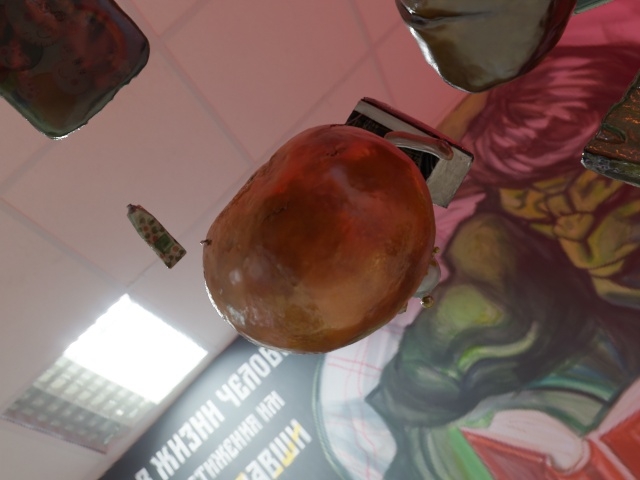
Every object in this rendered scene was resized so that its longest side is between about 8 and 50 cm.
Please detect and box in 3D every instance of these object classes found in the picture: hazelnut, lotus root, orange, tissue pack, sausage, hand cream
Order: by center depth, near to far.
[{"bbox_3d":[0.149,-0.252,0.593,0.181,0.181,0.212,-11,-43,7],"label":"hazelnut"},{"bbox_3d":[0.000,0.000,0.765,0.284,0.284,0.226,-45,-77,-8],"label":"orange"},{"bbox_3d":[0.460,-0.169,0.870,0.235,0.119,0.138,-57,-30,6],"label":"lotus root"},{"bbox_3d":[-0.361,-0.015,1.429,0.057,0.037,0.165,-48,-69,-25],"label":"hand cream"},{"bbox_3d":[0.228,-0.224,1.529,0.043,0.186,0.043,-25,-55,-42],"label":"sausage"},{"bbox_3d":[0.247,-0.273,1.983,0.210,0.370,0.198,9,-67,-52],"label":"tissue pack"}]

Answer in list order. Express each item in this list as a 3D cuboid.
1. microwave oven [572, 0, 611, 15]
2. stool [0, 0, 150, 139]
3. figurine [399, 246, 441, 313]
[{"bbox_3d":[0.535,-0.753,1.503,0.394,0.247,0.333,23,-110,-39],"label":"microwave oven"},{"bbox_3d":[-0.571,-0.409,1.424,0.310,0.226,0.310,-45,-72,-9],"label":"stool"},{"bbox_3d":[0.124,0.062,1.009,0.143,0.102,0.068,-15,-25,-17],"label":"figurine"}]
